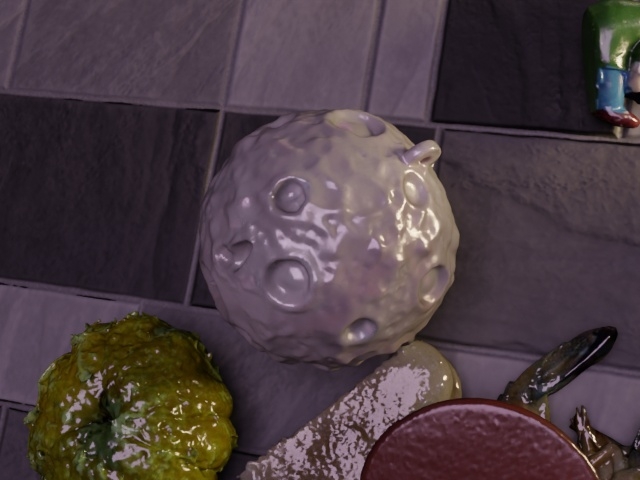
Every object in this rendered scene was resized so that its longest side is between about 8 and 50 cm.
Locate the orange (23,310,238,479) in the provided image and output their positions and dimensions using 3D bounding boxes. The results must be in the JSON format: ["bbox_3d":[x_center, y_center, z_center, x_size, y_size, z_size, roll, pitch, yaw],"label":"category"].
[{"bbox_3d":[-0.259,0.244,1.266,0.300,0.223,0.301,3,76,19],"label":"orange"}]

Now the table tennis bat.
[{"bbox_3d":[0.248,0.337,1.122,0.415,0.051,0.268,10,94,13],"label":"table tennis bat"}]

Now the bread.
[{"bbox_3d":[0.057,0.288,1.238,0.337,0.102,0.183,-39,72,6],"label":"bread"}]

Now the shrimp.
[{"bbox_3d":[0.398,0.208,1.179,0.272,0.085,0.445,41,96,24],"label":"shrimp"}]

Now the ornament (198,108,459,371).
[{"bbox_3d":[0.000,0.000,1.180,0.337,0.337,0.337,-3,78,15],"label":"ornament"}]

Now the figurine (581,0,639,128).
[{"bbox_3d":[0.473,-0.246,1.227,0.234,0.127,0.185,-5,90,1],"label":"figurine"}]
